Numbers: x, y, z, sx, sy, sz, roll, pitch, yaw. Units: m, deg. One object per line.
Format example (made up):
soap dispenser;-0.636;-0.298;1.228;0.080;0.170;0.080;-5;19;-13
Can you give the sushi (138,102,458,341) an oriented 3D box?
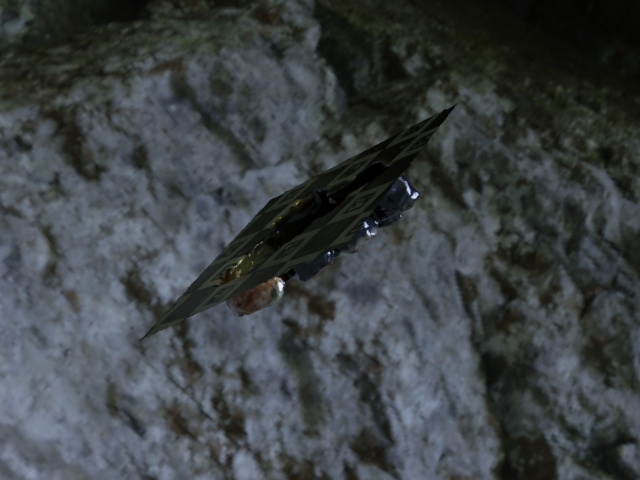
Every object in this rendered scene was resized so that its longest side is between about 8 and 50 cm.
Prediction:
sushi;0.000;0.000;1.291;0.320;0.339;0.069;-26;-75;36
